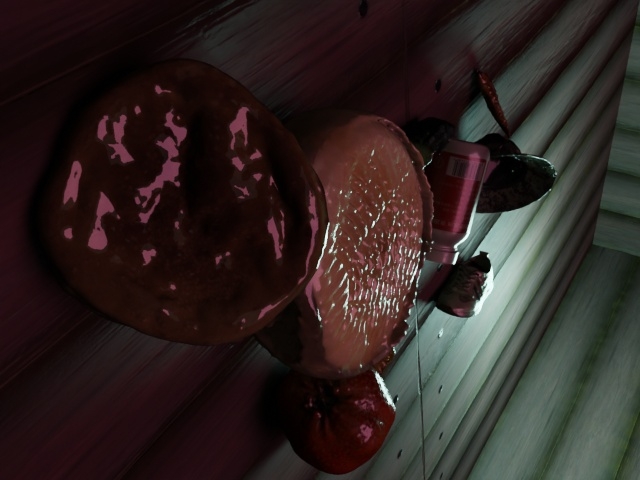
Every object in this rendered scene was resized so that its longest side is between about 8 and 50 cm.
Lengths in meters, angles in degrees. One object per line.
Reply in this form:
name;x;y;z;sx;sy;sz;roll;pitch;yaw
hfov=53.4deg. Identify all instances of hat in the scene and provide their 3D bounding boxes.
hat;0.397;-0.172;1.469;0.265;0.265;0.128;48;29;-56

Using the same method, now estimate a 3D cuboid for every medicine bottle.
medicine bottle;0.259;-0.086;1.318;0.131;0.131;0.250;-8;114;-57

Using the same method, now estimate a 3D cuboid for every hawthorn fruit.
hawthorn fruit;0.034;0.298;1.106;0.205;0.205;0.253;-63;154;-14

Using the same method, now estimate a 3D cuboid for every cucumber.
cucumber;0.173;-0.173;1.183;0.115;0.086;0.193;-37;-179;45

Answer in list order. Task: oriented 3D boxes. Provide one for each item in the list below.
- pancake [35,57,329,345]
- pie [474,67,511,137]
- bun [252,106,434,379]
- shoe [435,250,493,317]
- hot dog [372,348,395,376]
pancake;-0.130;-0.026;0.638;0.294;0.049;0.294;-2;97;-16
pie;0.392;-0.315;1.444;0.170;0.034;0.092;61;18;-10
bun;-0.001;0.000;0.873;0.364;0.202;0.364;-20;115;-52
shoe;0.386;0.116;1.677;0.275;0.103;0.098;-37;135;-52
hot dog;0.053;0.301;1.262;0.289;0.083;0.068;-47;180;-35
